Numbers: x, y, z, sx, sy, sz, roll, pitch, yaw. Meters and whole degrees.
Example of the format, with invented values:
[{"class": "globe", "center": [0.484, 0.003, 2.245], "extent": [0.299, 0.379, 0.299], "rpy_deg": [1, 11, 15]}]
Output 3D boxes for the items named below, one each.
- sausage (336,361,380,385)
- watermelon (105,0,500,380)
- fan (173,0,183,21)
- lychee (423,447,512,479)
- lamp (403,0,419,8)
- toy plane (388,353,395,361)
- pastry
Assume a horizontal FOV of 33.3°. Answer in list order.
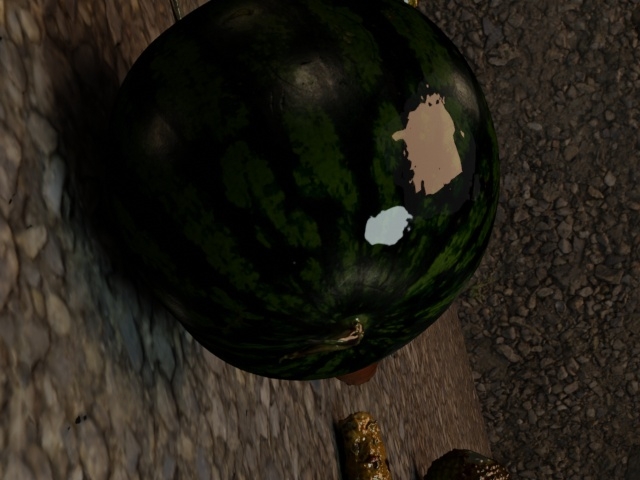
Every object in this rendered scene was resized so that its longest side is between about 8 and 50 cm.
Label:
[{"class": "sausage", "center": [-0.001, 0.000, 1.134], "extent": [0.087, 0.079, 0.327], "rpy_deg": [-18, 96, -64]}, {"class": "watermelon", "center": [-0.008, -0.039, 0.698], "extent": [0.269, 0.269, 0.269], "rpy_deg": [-12, 90, -79]}, {"class": "fan", "center": [-0.112, -0.159, 0.922], "extent": [0.113, 0.005, 0.175], "rpy_deg": [-70, 148, -69]}, {"class": "lychee", "center": [0.235, 0.424, 1.717], "extent": [0.171, 0.171, 0.171], "rpy_deg": [-12, 90, -79]}, {"class": "lamp", "center": [0.026, -0.314, 1.283], "extent": [0.196, 0.223, 0.223], "rpy_deg": [30, -24, 38]}, {"class": "toy plane", "center": [0.101, 0.142, 1.631], "extent": [0.083, 0.031, 0.078], "rpy_deg": [-90, 164, -46]}, {"class": "pastry", "center": [0.054, 0.265, 1.199], "extent": [0.080, 0.056, 0.140], "rpy_deg": [70, 4, -70]}]
